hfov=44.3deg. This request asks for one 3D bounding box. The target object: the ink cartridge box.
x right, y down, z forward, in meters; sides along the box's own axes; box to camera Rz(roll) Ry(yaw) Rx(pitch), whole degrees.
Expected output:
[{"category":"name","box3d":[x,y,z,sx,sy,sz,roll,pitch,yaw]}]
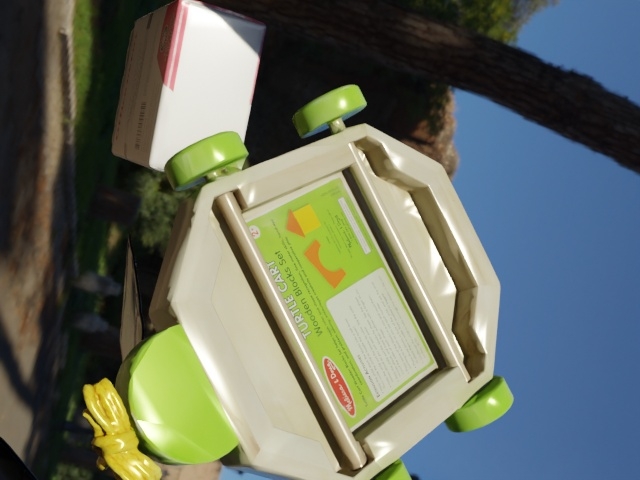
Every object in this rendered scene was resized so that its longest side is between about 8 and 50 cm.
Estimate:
[{"category":"ink cartridge box","box3d":[-0.145,-0.150,0.812,0.218,0.092,0.159,22,-79,63]}]

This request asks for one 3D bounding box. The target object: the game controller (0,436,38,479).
[{"category":"game controller","box3d":[-0.312,0.344,0.780,0.067,0.319,0.166,-16,-157,42]}]

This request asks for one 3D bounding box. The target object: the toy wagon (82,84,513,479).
[{"category":"toy wagon","box3d":[-0.011,0.051,0.534,0.344,0.267,0.068,-27,-179,-37]}]

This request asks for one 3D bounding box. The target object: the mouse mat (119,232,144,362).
[{"category":"mouse mat","box3d":[-0.204,0.100,0.843,0.190,0.007,0.153,-117,-147,-56]}]
